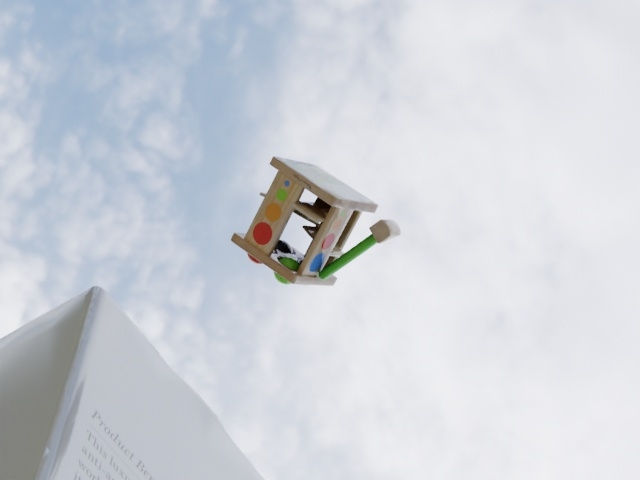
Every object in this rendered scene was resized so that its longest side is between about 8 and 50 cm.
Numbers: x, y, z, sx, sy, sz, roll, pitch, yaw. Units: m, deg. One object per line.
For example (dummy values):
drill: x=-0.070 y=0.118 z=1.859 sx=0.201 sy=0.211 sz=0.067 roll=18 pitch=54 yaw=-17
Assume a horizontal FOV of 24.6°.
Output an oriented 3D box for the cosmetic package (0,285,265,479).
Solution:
cosmetic package: x=-0.147 y=0.255 z=0.769 sx=0.161 sy=0.230 sz=0.453 roll=-28 pitch=-155 yaw=18

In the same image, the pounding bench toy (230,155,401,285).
pounding bench toy: x=0.000 y=0.000 z=0.871 sx=0.083 sy=0.052 sz=0.065 roll=34 pitch=-76 yaw=28
